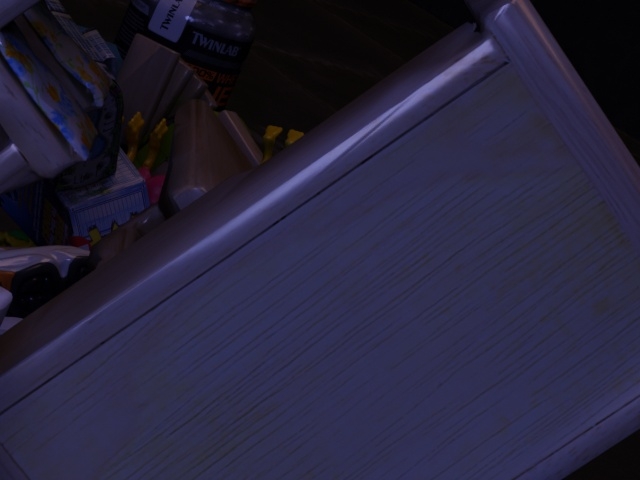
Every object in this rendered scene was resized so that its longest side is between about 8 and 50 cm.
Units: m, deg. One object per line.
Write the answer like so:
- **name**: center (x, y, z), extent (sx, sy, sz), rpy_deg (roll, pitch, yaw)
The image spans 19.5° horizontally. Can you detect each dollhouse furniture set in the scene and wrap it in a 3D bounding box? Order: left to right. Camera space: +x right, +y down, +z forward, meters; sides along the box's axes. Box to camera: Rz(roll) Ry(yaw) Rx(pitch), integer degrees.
- **dollhouse furniture set**: center (0.000, 0.000, 0.860), extent (0.362, 0.256, 0.394), rpy_deg (55, 6, -14)

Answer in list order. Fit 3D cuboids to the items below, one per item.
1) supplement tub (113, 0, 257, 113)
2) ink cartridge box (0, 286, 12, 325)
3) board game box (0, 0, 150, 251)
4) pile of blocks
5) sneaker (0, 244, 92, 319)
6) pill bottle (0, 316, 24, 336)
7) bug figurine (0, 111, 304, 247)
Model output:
- **supplement tub**: center (-0.132, -0.159, 1.677), extent (0.117, 0.190, 0.117), rpy_deg (23, 15, -6)
- **ink cartridge box**: center (-0.192, 0.102, 0.605), extent (0.086, 0.203, 0.148), rpy_deg (25, 14, 4)
- **board game box**: center (-0.165, -0.069, 1.185), extent (0.060, 0.194, 0.194), rpy_deg (-21, 57, -29)
- **pile of blocks**: center (-0.161, -0.100, 1.506), extent (0.362, 0.149, 0.112), rpy_deg (31, 10, 22)
- **sneaker**: center (-0.216, 0.027, 1.069), extent (0.121, 0.099, 0.262), rpy_deg (30, 13, 39)
- **pill bottle**: center (-0.150, 0.105, 0.859), extent (0.108, 0.108, 0.193), rpy_deg (21, 14, -12)
- **bug figurine**: center (-0.104, 0.001, 1.296), extent (0.216, 0.072, 0.279), rpy_deg (17, 34, 13)
